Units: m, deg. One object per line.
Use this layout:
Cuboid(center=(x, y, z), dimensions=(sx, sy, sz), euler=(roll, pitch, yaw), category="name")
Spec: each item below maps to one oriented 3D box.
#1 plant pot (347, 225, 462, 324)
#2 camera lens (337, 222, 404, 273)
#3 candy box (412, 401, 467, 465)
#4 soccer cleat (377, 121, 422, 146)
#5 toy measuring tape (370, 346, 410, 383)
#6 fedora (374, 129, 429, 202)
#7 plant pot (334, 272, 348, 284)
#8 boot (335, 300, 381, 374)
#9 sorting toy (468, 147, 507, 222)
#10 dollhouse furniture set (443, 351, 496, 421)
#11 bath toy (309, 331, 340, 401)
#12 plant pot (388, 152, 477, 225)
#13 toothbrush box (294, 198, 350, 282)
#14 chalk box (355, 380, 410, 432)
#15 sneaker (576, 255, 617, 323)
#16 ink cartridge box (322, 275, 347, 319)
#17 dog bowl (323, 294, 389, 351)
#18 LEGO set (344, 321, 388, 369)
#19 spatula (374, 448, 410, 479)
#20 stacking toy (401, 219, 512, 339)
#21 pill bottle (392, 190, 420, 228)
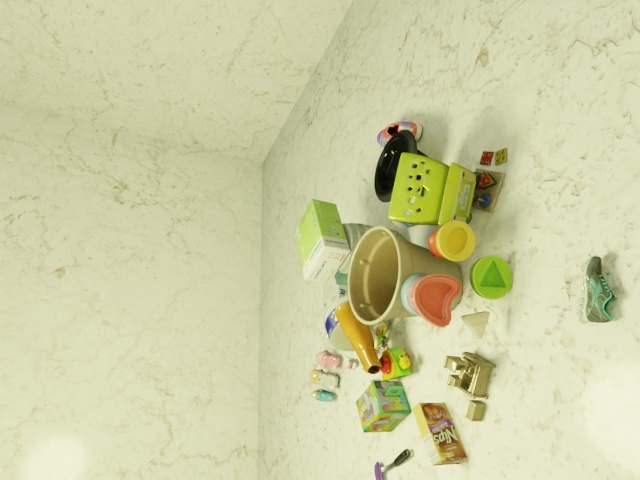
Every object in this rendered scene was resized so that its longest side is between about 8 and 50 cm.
Cuboid(center=(0.306, 0.137, 1.532), dimensions=(0.334, 0.306, 0.333), euler=(-170, 90, -66), category="plant pot")
Cuboid(center=(0.204, 0.047, 1.840), dimensions=(0.219, 0.274, 0.219), euler=(-170, 90, -67), category="camera lens")
Cuboid(center=(0.381, 0.619, 1.415), dimensions=(0.186, 0.109, 0.053), euler=(-106, 34, -44), category="candy box")
Cuboid(center=(0.325, -0.485, 1.977), dimensions=(0.318, 0.116, 0.108), euler=(-159, 80, -66), category="soccer cleat")
Cuboid(center=(0.267, 0.494, 1.738), dimensions=(0.330, 0.121, 0.121), euler=(123, 149, -60), category="toy measuring tape")
Cuboid(center=(0.348, -0.285, 1.787), dimensions=(0.334, 0.153, 0.334), euler=(-164, 90, -74), category="fedora")
Cuboid(center=(0.148, 0.103, 2.097), dimensions=(0.234, 0.166, 0.165), euler=(113, 155, -45), category="plant pot")
Cuboid(center=(0.154, 0.368, 1.632), dimensions=(0.295, 0.104, 0.211), euler=(60, -173, -50), category="boot")
Cuboid(center=(0.536, -0.180, 1.463), dimensions=(0.132, 0.046, 0.274), euler=(-143, 65, -64), category="sorting toy")
Cuboid(center=(0.418, 0.440, 1.337), dimensions=(0.101, 0.161, 0.181), euler=(-157, 79, -66), category="dollhouse furniture set")
Cuboid(center=(0.036, 0.614, 2.194), dimensions=(0.129, 0.151, 0.348), euler=(7, -87, -78), category="bath toy")
Cuboid(center=(0.380, -0.153, 1.446), dimensions=(0.207, 0.227, 0.228), euler=(14, 96, 35), category="plant pot")
Cuboid(center=(0.000, 0.000, 1.822), dimensions=(0.283, 0.122, 0.206), euler=(-103, 33, -44), category="toothbrush box")
Cuboid(center=(0.249, 0.626, 1.684), dimensions=(0.132, 0.132, 0.213), euler=(-105, 32, -45), category="chalk box")
Cuboid(center=(0.667, 0.120, 1.048), dimensions=(0.076, 0.065, 0.166), euler=(4, 87, 50), category="sneaker")
Cuboid(center=(0.074, 0.247, 2.324), dimensions=(0.186, 0.065, 0.311), euler=(139, 133, -56), category="ink cartridge box")
Cuboid(center=(0.152, 0.347, 1.851), dimensions=(0.265, 0.265, 0.104), euler=(-64, 30, 32), category="dog bowl")
Cuboid(center=(0.229, 0.461, 1.821), dimensions=(0.287, 0.132, 0.107), euler=(-55, 42, 33), category="LEGO set")
Cuboid(center=(0.267, 0.858, 1.675), dimensions=(0.084, 0.030, 0.296), euler=(-101, 31, -44), category="spatula")
Cuboid(center=(0.403, 0.126, 1.335), dimensions=(0.309, 0.279, 0.130), euler=(-60, 9, -10), category="stacking toy")
Cuboid(center=(0.380, -0.125, 1.700), dimensions=(0.221, 0.124, 0.124), euler=(-22, 61, 62), category="pill bottle")
